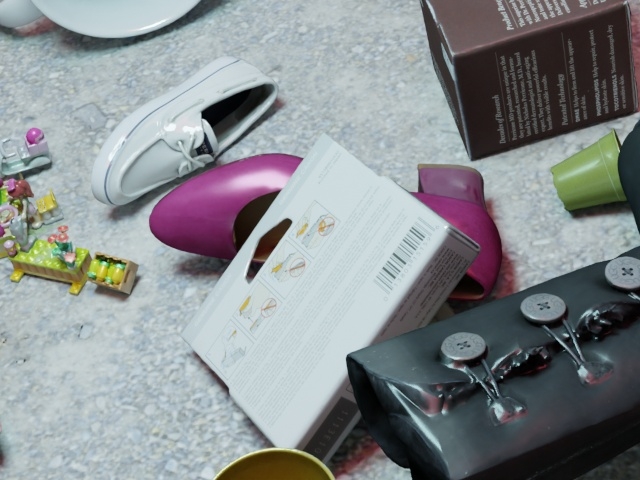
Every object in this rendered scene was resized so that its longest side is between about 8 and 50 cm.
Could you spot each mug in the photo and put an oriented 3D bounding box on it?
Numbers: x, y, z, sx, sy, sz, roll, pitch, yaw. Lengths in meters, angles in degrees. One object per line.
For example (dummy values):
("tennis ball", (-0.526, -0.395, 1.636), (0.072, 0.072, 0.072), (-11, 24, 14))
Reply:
("mug", (-0.318, -0.433, 2.152), (0.374, 0.276, 0.328), (-43, 38, 18))

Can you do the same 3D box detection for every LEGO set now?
("LEGO set", (-0.327, -0.031, 1.873), (0.132, 0.107, 0.287), (-31, 48, -12))

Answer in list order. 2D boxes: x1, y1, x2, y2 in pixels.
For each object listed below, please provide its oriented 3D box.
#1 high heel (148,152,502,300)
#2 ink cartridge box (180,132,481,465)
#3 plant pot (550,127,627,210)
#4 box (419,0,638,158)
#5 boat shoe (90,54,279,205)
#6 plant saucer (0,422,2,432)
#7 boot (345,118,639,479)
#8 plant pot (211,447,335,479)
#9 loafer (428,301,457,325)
("high heel", (0.000, 0.000, 1.735), (0.377, 0.127, 0.181), (-7, 39, 6))
("ink cartridge box", (0.002, 0.056, 1.657), (0.275, 0.060, 0.239), (-55, 40, 5))
("plant pot", (0.292, -0.069, 1.762), (0.079, 0.083, 0.083), (-20, 46, 14))
("box", (0.232, -0.228, 1.853), (0.203, 0.167, 0.168), (-17, 47, 1))
("boat shoe", (-0.156, -0.126, 1.919), (0.084, 0.095, 0.258), (26, 61, 38))
("plant saucer", (-0.488, 0.191, 1.761), (0.259, 0.048, 0.258), (-27, 47, -10))
("boot", (0.227, 0.058, 1.515), (0.445, 0.146, 0.367), (-27, 31, -10))
("plant pot", (-0.038, 0.274, 1.527), (0.134, 0.095, 0.134), (-8, 48, 9))
("loafer", (0.135, 0.155, 1.590), (0.092, 0.102, 0.268), (-29, 39, -9))
